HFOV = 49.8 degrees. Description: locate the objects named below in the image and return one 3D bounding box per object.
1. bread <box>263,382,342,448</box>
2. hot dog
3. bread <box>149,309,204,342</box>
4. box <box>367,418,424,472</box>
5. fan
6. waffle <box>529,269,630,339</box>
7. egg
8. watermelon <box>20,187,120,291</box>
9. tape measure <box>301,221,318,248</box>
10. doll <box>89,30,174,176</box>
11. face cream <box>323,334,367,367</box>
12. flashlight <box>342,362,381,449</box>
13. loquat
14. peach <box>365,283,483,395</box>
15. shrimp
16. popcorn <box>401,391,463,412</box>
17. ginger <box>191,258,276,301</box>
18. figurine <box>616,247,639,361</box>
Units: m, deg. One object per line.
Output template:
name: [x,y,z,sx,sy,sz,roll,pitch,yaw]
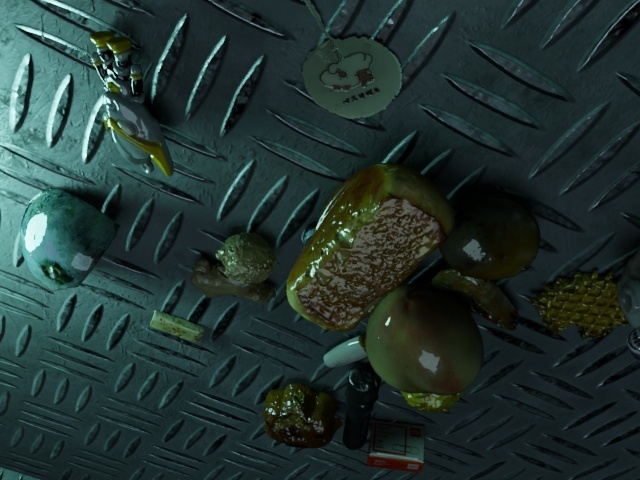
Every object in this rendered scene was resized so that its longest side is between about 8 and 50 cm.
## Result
bread: [-0.068,0.544,2.150,0.246,0.135,0.232,-1,125,18]
hot dog: [0.096,-0.005,1.451,0.185,0.223,0.405,32,119,-19]
bread: [-0.412,0.248,1.976,0.153,0.028,0.068,23,138,-11]
box: [0.242,0.658,2.213,0.182,0.133,0.099,8,137,5]
fan: [0.028,-0.349,1.255,0.190,0.009,0.329,-15,135,26]
waffle: [0.641,0.160,1.662,0.231,0.051,0.229,-25,125,31]
egg: [-0.175,0.042,1.640,0.140,0.118,0.116,28,138,-1]
watermelon: [-0.642,0.011,1.654,0.188,0.175,0.321,34,131,-25]
tape measure: [-0.001,-0.001,1.606,0.091,0.054,0.094,7,140,-5]
doll: [-0.376,-0.259,1.369,0.145,0.103,0.316,6,132,10]
face cream: [0.087,0.310,1.927,0.072,0.051,0.182,37,132,-25]
flashlight: [0.119,0.525,2.121,0.103,0.103,0.424,7,138,3]
loquat: [0.349,-0.004,1.440,0.227,0.179,0.179,4,141,-22]
peach: [0.243,0.242,1.658,0.292,0.247,0.292,31,161,12]
shrimp: [0.392,0.150,1.696,0.294,0.062,0.154,39,142,-25]
popcorn: [0.303,0.370,1.863,0.155,0.198,0.197,45,129,-12]
ginger: [-0.217,0.104,1.748,0.213,0.074,0.137,13,147,3]
figurine: [0.729,0.155,1.413,0.253,0.361,0.211,17,138,-1]
